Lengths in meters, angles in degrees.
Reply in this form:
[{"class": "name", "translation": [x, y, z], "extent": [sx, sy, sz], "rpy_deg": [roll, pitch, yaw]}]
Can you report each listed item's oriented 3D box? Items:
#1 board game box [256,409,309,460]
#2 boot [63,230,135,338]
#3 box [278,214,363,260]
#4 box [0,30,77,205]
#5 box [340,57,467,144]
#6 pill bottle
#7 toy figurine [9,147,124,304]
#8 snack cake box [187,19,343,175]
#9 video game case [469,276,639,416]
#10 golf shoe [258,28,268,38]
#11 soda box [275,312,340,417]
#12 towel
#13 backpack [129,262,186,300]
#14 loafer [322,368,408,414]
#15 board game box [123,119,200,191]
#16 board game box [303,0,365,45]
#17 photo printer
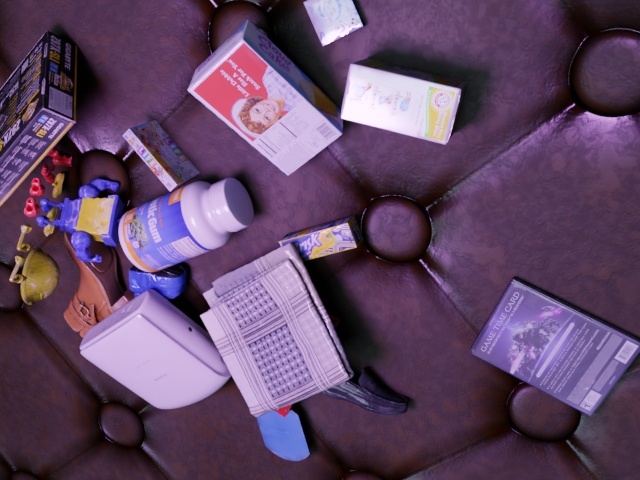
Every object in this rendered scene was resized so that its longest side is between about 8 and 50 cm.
[{"class": "board game box", "translation": [-0.087, 0.461, 1.663], "extent": [0.133, 0.033, 0.168], "rpy_deg": [-3, 110, 33]}, {"class": "boot", "translation": [-0.572, 0.119, 1.683], "extent": [0.220, 0.109, 0.283], "rpy_deg": [-37, 102, 32]}, {"class": "box", "translation": [0.000, 0.000, 1.441], "extent": [0.169, 0.054, 0.059], "rpy_deg": [-15, 104, 25]}, {"class": "box", "translation": [-0.650, -0.262, 1.479], "extent": [0.322, 0.079, 0.257], "rpy_deg": [-37, 50, 28]}, {"class": "box", "translation": [0.156, -0.259, 1.248], "extent": [0.203, 0.114, 0.103], "rpy_deg": [17, 113, 13]}, {"class": "pill bottle", "translation": [-0.288, -0.040, 1.474], "extent": [0.272, 0.152, 0.152], "rpy_deg": [-21, 102, 23]}, {"class": "toy figurine", "translation": [-0.527, -0.035, 1.515], "extent": [0.218, 0.362, 0.191], "rpy_deg": [7, 158, -9]}, {"class": "snack cake box", "translation": [-0.099, -0.265, 1.297], "extent": [0.152, 0.089, 0.264], "rpy_deg": [-34, 122, 28]}, {"class": "video game case", "translation": [0.469, 0.215, 1.368], "extent": [0.274, 0.026, 0.196], "rpy_deg": [28, 117, 9]}, {"class": "golf shoe", "translation": [-0.143, -0.331, 1.348], "extent": [0.069, 0.086, 0.176], "rpy_deg": [3, 112, 18]}, {"class": "soda box", "translation": [-0.054, 0.273, 1.550], "extent": [0.092, 0.083, 0.263], "rpy_deg": [31, 118, 8]}, {"class": "towel", "translation": [-0.111, 0.201, 1.476], "extent": [0.312, 0.056, 0.324], "rpy_deg": [-30, 82, 36]}, {"class": "backpack", "translation": [-0.375, 0.094, 1.594], "extent": [0.120, 0.098, 0.101], "rpy_deg": [6, 117, 5]}, {"class": "loafer", "translation": [0.093, 0.328, 1.518], "extent": [0.223, 0.076, 0.078], "rpy_deg": [18, 100, 3]}, {"class": "board game box", "translation": [-0.342, -0.185, 1.467], "extent": [0.026, 0.103, 0.154], "rpy_deg": [-38, 94, 28]}, {"class": "board game box", "translation": [0.026, -0.429, 1.283], "extent": [0.090, 0.020, 0.090], "rpy_deg": [-19, 103, 25]}, {"class": "photo printer", "translation": [-0.377, 0.278, 1.616], "extent": [0.256, 0.107, 0.307], "rpy_deg": [-30, 119, 29]}]
